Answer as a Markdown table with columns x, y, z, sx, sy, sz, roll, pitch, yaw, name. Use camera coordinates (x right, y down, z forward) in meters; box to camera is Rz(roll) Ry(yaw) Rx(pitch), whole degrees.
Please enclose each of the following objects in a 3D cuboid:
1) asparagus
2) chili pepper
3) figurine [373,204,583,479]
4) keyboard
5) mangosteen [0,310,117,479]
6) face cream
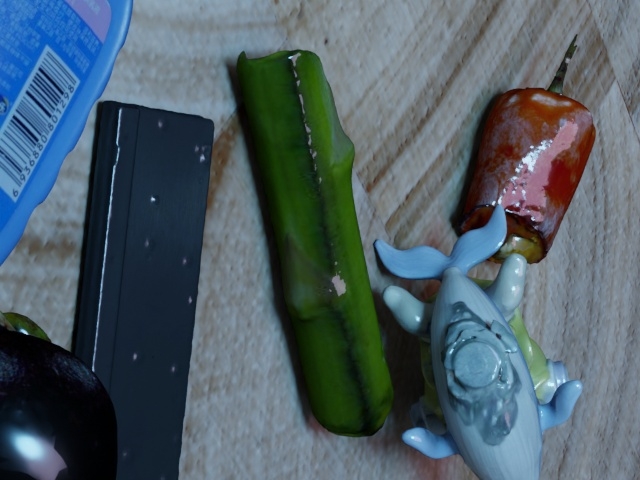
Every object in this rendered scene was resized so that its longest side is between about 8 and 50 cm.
| x | y | z | sx | sy | sz | roll | pitch | yaw | name |
| --- | --- | --- | --- | --- | --- | --- | --- | --- | --- |
| -0.002 | 0.000 | 1.081 | 0.067 | 0.060 | 0.278 | -23 | 115 | -29 | asparagus |
| 0.168 | -0.078 | 1.278 | 0.086 | 0.084 | 0.192 | 89 | 21 | -74 | chili pepper |
| 0.114 | 0.086 | 1.182 | 0.184 | 0.128 | 0.209 | 11 | 64 | -84 | figurine |
| -0.112 | 0.076 | 0.975 | 0.101 | 0.018 | 0.310 | 4 | 92 | -55 | keyboard |
| -0.168 | 0.089 | 0.825 | 0.137 | 0.137 | 0.151 | 25 | 42 | -52 | mangosteen |
| -0.168 | -0.108 | 0.814 | 0.149 | 0.083 | 0.264 | 40 | 63 | -32 | face cream |
